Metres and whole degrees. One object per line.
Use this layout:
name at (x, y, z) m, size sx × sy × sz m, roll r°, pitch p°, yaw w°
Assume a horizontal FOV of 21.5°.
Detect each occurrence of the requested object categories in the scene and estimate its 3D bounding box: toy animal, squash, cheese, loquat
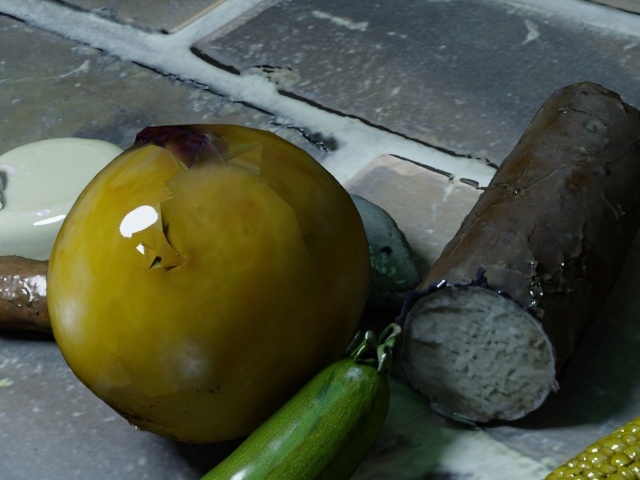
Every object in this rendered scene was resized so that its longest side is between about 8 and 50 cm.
toy animal at (0.004, -0.008, 1.356) m, size 0.079 × 0.070 × 0.253 m, roll -16°, pitch 27°, yaw -27°
squash at (-0.054, 0.174, 1.102) m, size 0.318 × 0.071 × 0.080 m, roll -37°, pitch 50°, yaw -13°
cheese at (-0.185, -0.037, 1.476) m, size 0.249 × 0.071 × 0.163 m, roll -8°, pitch 35°, yaw 13°
loquat at (-0.081, 0.029, 1.193) m, size 0.235 × 0.235 × 0.235 m, roll -12°, pitch 34°, yaw 8°

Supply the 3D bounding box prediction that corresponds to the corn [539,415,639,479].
corn at (0.161, 0.172, 0.991) m, size 0.293 × 0.106 × 0.106 m, roll -33°, pitch 36°, yaw -24°

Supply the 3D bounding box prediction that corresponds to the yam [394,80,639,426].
yam at (0.162, 0.002, 1.215) m, size 0.131 × 0.131 × 0.279 m, roll 5°, pitch 39°, yaw 31°

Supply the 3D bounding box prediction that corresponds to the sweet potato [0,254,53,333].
sweet potato at (-0.230, 0.047, 1.381) m, size 0.314 × 0.066 × 0.072 m, roll 6°, pitch 39°, yaw 29°
